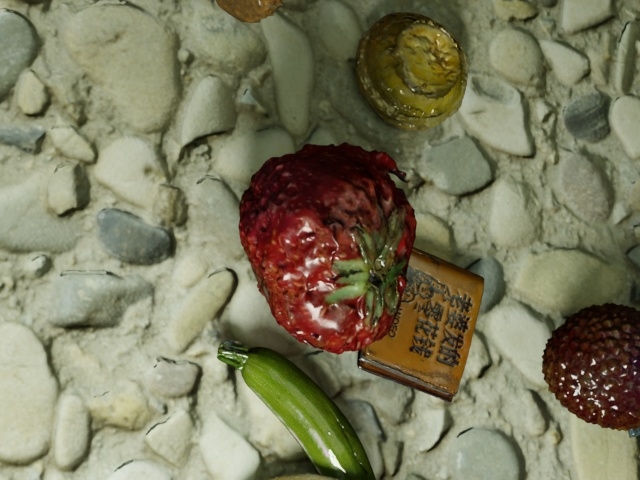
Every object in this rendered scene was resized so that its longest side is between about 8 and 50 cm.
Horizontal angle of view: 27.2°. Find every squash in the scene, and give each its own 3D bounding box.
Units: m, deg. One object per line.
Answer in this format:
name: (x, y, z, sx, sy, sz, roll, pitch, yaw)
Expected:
squash: (-0.009, 0.240, 1.712, 0.080, 0.071, 0.318, -40, 93, -27)

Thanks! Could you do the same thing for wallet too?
wallet: (0.142, 0.109, 1.833, 0.161, 0.042, 0.195, 24, 67, -16)

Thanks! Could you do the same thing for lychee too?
lychee: (0.402, 0.179, 1.847, 0.188, 0.188, 0.188, 7, 73, -22)

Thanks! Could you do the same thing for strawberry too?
strawberry: (0.000, 0.000, 1.716, 0.274, 0.220, 0.274, -20, 114, -52)

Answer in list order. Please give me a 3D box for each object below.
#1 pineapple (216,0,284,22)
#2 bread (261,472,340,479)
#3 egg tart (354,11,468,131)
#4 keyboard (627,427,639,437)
pineapple: (-0.048, -0.428, 1.870, 0.130, 0.119, 0.277, 21, 57, 32)
bread: (-0.028, 0.404, 1.601, 0.267, 0.040, 0.267, -5, 50, 6)
egg tart: (0.141, -0.254, 1.923, 0.191, 0.074, 0.191, 8, 70, -22)
keyboard: (0.525, 0.248, 1.980, 0.176, 0.014, 0.055, -11, 83, -26)
